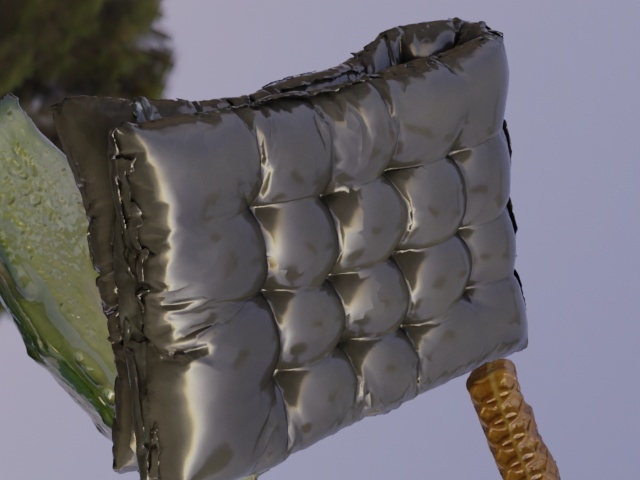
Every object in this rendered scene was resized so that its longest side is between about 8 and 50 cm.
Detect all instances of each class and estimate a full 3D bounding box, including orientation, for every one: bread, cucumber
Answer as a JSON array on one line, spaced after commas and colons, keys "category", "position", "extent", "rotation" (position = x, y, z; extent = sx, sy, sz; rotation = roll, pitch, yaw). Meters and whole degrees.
[{"category": "bread", "position": [0.183, 0.185, 1.845], "extent": [0.052, 0.044, 0.157], "rotation": [-22, -91, 25]}, {"category": "cucumber", "position": [-0.154, 0.053, 1.383], "extent": [0.105, 0.325, 0.145], "rotation": [-21, -156, 53]}]

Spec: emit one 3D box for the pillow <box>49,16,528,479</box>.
[{"category": "pillow", "position": [0.000, 0.000, 1.171], "extent": [0.101, 0.326, 0.228], "rotation": [13, -65, 48]}]
